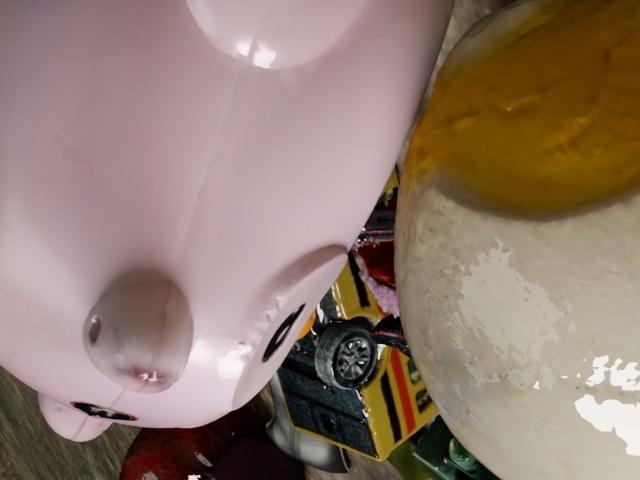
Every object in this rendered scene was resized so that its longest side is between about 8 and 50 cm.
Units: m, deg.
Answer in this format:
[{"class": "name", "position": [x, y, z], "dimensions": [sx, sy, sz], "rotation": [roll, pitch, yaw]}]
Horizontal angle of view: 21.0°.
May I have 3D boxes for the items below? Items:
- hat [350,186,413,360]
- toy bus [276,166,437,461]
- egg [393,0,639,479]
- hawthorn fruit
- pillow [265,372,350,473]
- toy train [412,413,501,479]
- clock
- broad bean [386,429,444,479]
[{"class": "hat", "position": [0.102, 0.056, 1.167], "dimensions": [0.129, 0.140, 0.227], "rotation": [-99, -15, -53]}, {"class": "toy bus", "position": [0.000, 0.000, 1.311], "dimensions": [0.121, 0.123, 0.335], "rotation": [17, 129, 47]}, {"class": "egg", "position": [0.145, 0.035, 0.910], "dimensions": [0.337, 0.201, 0.337], "rotation": [53, 159, 30]}, {"class": "hawthorn fruit", "position": [-0.118, 0.274, 1.852], "dimensions": [0.215, 0.215, 0.250], "rotation": [61, 167, 7]}, {"class": "pillow", "position": [-0.012, 0.172, 1.654], "dimensions": [0.091, 0.055, 0.136], "rotation": [50, 157, 27]}, {"class": "toy train", "position": [0.133, 0.170, 1.219], "dimensions": [0.172, 0.070, 0.099], "rotation": [42, 172, -40]}, {"class": "clock", "position": [-0.093, -0.084, 0.996], "dimensions": [0.250, 0.377, 0.368], "rotation": [20, 162, -12]}, {"class": "broad bean", "position": [0.050, 0.164, 1.503], "dimensions": [0.052, 0.053, 0.256], "rotation": [44, 177, -42]}]
